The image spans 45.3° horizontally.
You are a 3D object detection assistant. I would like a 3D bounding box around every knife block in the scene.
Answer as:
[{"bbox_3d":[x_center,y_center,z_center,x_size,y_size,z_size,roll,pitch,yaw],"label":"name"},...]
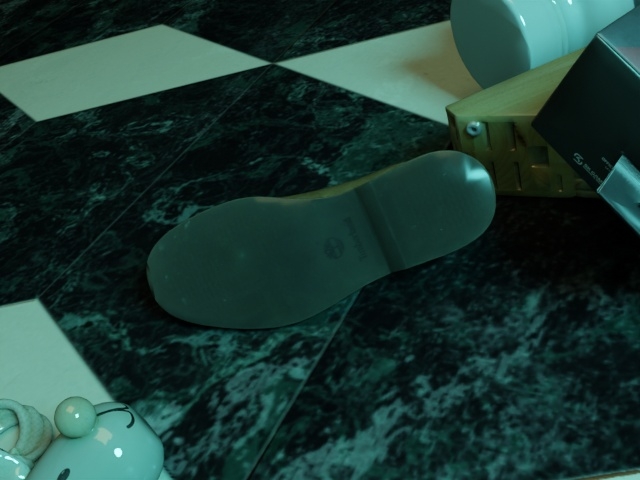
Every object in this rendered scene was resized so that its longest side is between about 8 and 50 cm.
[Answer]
[{"bbox_3d":[0.284,-0.141,0.719,0.276,0.088,0.242,4,40,29],"label":"knife block"}]

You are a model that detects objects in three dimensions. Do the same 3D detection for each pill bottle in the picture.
[{"bbox_3d":[0.302,-0.269,0.805,0.319,0.176,0.176,-29,37,-14],"label":"pill bottle"}]

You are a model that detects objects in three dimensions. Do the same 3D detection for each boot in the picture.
[{"bbox_3d":[0.000,0.000,0.674,0.305,0.112,0.115,-16,5,10],"label":"boot"}]

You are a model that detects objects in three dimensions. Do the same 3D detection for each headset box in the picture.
[{"bbox_3d":[0.311,-0.085,0.525,0.293,0.110,0.218,-35,76,-22],"label":"headset box"}]

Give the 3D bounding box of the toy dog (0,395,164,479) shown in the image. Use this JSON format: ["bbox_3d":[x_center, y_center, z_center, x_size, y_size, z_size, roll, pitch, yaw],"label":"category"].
[{"bbox_3d":[-0.272,0.187,0.457,0.220,0.161,0.333,10,44,33],"label":"toy dog"}]
